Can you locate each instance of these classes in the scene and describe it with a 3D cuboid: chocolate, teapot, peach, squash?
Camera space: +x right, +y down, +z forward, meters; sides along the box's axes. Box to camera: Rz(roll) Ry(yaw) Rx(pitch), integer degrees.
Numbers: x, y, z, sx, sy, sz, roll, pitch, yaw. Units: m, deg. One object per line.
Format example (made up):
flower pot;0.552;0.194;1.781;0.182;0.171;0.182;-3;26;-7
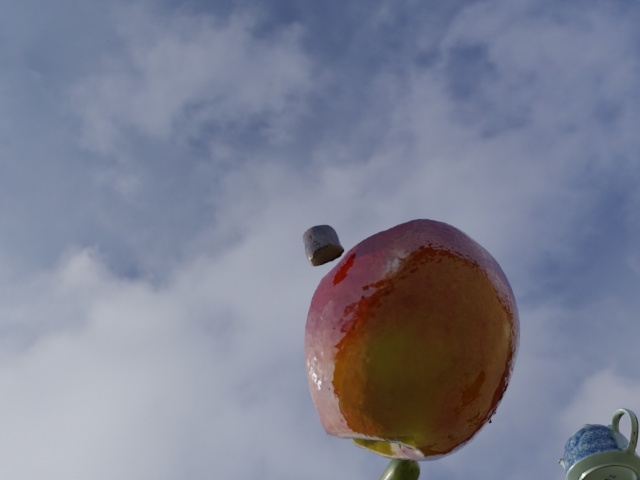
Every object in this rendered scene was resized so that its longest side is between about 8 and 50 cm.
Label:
chocolate;0.000;0.000;1.116;0.064;0.101;0.031;-23;-58;5
teapot;0.582;0.444;1.402;0.159;0.159;0.232;15;-54;-21
peach;0.152;0.140;1.070;0.242;0.306;0.380;48;-136;-48
squash;0.142;0.507;1.356;0.066;0.066;0.201;15;-64;-21
